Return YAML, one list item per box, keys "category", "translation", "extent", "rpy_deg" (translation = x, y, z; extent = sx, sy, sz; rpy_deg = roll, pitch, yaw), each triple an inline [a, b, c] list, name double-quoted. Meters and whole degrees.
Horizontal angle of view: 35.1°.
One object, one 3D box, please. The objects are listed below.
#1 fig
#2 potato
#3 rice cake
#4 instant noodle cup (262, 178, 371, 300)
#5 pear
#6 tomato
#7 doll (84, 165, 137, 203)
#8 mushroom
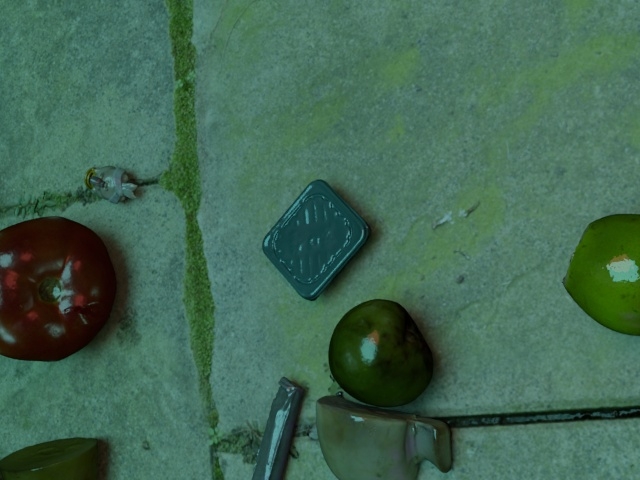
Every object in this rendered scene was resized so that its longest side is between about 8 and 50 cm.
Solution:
- category: "fig"
  translation: [0.093, 0.189, 1.678]
  extent: [0.191, 0.181, 0.181]
  rpy_deg: [-35, 68, 44]
- category: "potato"
  translation: [-0.524, 0.486, 1.989]
  extent: [0.203, 0.178, 0.158]
  rpy_deg: [-8, 96, 2]
- category: "rice cake"
  translation: [-0.081, 0.380, 1.821]
  extent: [0.055, 0.049, 0.270]
  rpy_deg: [14, 91, 50]
- category: "instant noodle cup"
  translation: [0.000, 0.000, 1.807]
  extent: [0.179, 0.070, 0.157]
  rpy_deg: [-50, 64, 15]
- category: "pear"
  translation: [0.477, 0.053, 1.491]
  extent: [0.219, 0.187, 0.188]
  rpy_deg: [20, 94, 14]
- category: "tomato"
  translation: [-0.556, 0.090, 1.998]
  extent: [0.226, 0.298, 0.299]
  rpy_deg: [-172, 92, -68]
- category: "doll"
  translation: [-0.424, -0.114, 2.033]
  extent: [0.127, 0.084, 0.073]
  rpy_deg: [16, 93, 35]
- category: "mushroom"
  translation: [0.082, 0.355, 1.668]
  extent: [0.236, 0.173, 0.162]
  rpy_deg: [8, 90, 28]
